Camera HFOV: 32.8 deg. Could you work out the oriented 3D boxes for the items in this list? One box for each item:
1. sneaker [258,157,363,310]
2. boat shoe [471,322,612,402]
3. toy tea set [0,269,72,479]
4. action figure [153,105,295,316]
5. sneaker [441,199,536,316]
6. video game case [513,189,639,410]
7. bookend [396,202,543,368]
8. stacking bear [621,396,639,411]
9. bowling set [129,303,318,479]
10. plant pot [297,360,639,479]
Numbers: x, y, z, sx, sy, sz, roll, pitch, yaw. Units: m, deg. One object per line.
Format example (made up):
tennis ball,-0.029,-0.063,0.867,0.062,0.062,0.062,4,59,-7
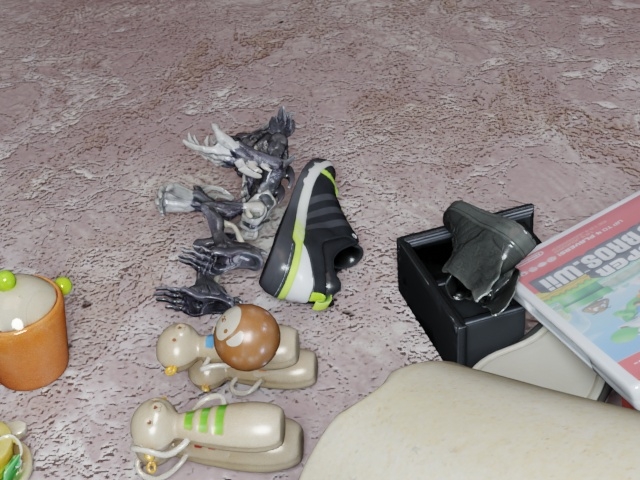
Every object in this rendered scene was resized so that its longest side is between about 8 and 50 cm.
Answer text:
sneaker,0.000,0.000,1.202,0.097,0.084,0.235,22,39,-4
boat shoe,0.221,0.123,0.989,0.112,0.096,0.335,23,50,32
toy tea set,-0.352,0.137,0.998,0.199,0.124,0.336,-2,36,4
action figure,-0.105,-0.057,1.202,0.140,0.164,0.276,22,45,-7
sneaker,0.142,0.016,1.027,0.089,0.051,0.170,-48,24,-8
video game case,0.286,0.028,0.914,0.204,0.025,0.285,-28,20,-3
bookend,0.176,0.049,1.094,0.156,0.072,0.157,-14,37,-12
stacking bear,0.382,0.195,0.788,0.175,0.164,0.289,-29,40,-6
bowling set,-0.098,0.127,0.929,0.154,0.200,0.287,-1,32,8
plant pot,0.148,0.226,0.684,0.333,0.334,0.305,-31,32,-30
